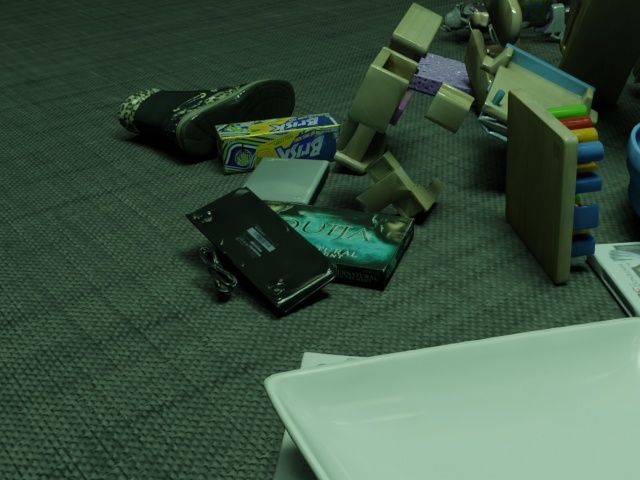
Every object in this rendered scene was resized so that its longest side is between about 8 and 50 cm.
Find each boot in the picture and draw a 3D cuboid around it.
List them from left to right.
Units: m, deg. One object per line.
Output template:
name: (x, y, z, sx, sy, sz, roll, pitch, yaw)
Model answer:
boot: (-0.172, -0.204, 1.251, 0.178, 0.085, 0.236, 18, 34, 37)

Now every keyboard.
keyboard: (-0.075, 0.013, 0.860, 0.108, 0.023, 0.180, -30, 48, -23)

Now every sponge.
sponge: (0.227, -0.283, 1.434, 0.117, 0.031, 0.210, -23, 34, -34)

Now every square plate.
square plate: (0.180, 0.177, 0.487, 0.343, 0.049, 0.347, -4, 32, -25)

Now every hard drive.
hard drive: (-0.047, -0.071, 1.056, 0.094, 0.022, 0.135, 4, 28, 11)

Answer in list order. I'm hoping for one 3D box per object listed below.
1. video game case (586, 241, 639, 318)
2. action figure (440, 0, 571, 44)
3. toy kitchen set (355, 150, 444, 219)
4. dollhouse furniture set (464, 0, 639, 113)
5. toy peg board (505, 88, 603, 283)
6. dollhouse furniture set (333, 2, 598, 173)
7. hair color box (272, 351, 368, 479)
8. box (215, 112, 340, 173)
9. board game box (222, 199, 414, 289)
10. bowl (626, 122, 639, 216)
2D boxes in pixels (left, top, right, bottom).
video game case: (0.387, 0.046, 0.812, 0.190, 0.022, 0.173, -3, 28, -3)
action figure: (0.385, -0.455, 1.691, 0.284, 0.099, 0.185, -5, 35, 2)
toy kitchen set: (0.091, -0.066, 0.998, 0.068, 0.083, 0.075, -34, 7, 36)
dollhouse furniture set: (0.439, -0.318, 1.156, 0.361, 0.394, 0.257, -2, 52, -6)
toy peg board: (0.262, -0.066, 0.876, 0.079, 0.161, 0.161, -8, 28, -4)
dollhouse furniture set: (0.191, -0.123, 1.060, 0.303, 0.198, 0.286, 27, 35, 2)
hair color box: (0.021, 0.153, 0.597, 0.093, 0.053, 0.167, 3, 30, 7)
box: (-0.059, -0.137, 1.148, 0.168, 0.054, 0.059, -9, 28, -13)
board game box: (0.000, 0.000, 0.915, 0.186, 0.026, 0.126, 8, 30, 18)
bowl: (0.529, -0.046, 0.886, 0.390, 0.077, 0.391, 4, 27, -2)
